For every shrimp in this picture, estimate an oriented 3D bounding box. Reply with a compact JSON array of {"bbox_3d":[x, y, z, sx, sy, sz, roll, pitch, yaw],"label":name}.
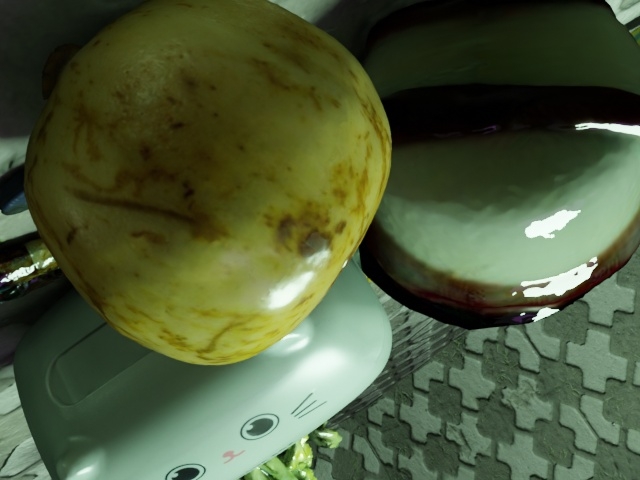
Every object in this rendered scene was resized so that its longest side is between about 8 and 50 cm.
[{"bbox_3d":[-0.253,0.034,0.640,0.161,0.034,0.091,-18,159,-42],"label":"shrimp"}]

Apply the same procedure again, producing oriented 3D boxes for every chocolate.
[{"bbox_3d":[0.131,-0.088,0.646,0.284,0.283,0.186,-33,148,5],"label":"chocolate"}]

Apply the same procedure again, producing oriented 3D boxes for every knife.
[{"bbox_3d":[-0.174,-0.057,0.552,0.121,0.018,0.031,-37,165,10],"label":"knife"}]

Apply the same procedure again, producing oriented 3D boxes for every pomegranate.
[{"bbox_3d":[-0.071,-0.040,0.476,0.215,0.215,0.215,-29,163,-10],"label":"pomegranate"}]

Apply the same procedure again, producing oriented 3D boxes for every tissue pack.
[{"bbox_3d":[-0.112,0.104,0.747,0.333,0.229,0.236,-34,160,7],"label":"tissue pack"}]

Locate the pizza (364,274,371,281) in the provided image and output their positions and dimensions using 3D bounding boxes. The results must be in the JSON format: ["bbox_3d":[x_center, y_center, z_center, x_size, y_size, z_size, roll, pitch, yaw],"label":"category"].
[{"bbox_3d":[0.054,0.058,1.247,0.131,0.041,0.178,-27,163,-21],"label":"pizza"}]

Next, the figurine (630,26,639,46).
[{"bbox_3d":[0.435,-0.248,0.870,0.158,0.161,0.275,-10,157,-3],"label":"figurine"}]

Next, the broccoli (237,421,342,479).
[{"bbox_3d":[-0.146,0.312,1.179,0.334,0.324,0.272,-96,-149,-63],"label":"broccoli"}]

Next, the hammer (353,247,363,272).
[{"bbox_3d":[0.184,-0.075,1.103,0.111,0.043,0.365,-10,152,-51],"label":"hammer"}]
